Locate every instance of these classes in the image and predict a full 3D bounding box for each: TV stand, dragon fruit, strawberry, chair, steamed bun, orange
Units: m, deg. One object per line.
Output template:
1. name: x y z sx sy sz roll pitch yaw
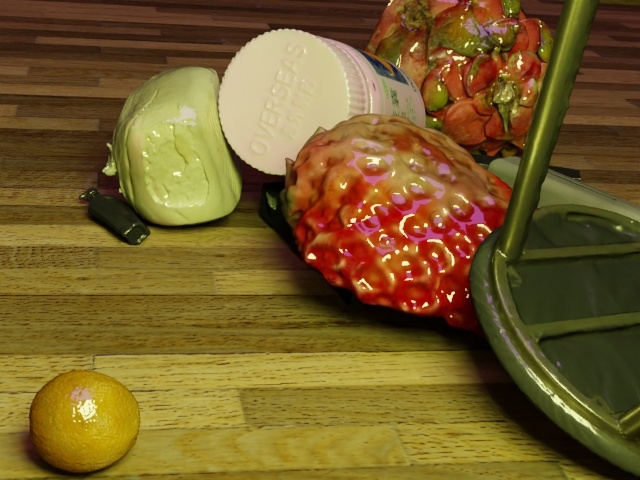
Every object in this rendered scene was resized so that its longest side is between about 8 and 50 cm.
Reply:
1. TV stand: 0.000 0.000 1.215 0.049 0.040 0.256 -5 28 -25
2. dragon fruit: 0.229 -0.228 1.579 0.263 0.314 0.296 38 12 27
3. strawberry: 0.127 -0.021 1.089 0.336 0.149 0.265 27 19 19
4. chair: 0.342 -0.043 0.824 0.364 0.410 0.362 -5 50 -34
5. steamed bun: -0.183 -0.115 1.307 0.152 0.170 0.239 -12 25 2
6. orange: -0.178 0.137 0.807 0.085 0.085 0.085 5 22 -2

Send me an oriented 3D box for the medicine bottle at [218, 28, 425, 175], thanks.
1. medicine bottle: 0.010 -0.160 1.338 0.178 0.178 0.290 15 6 21

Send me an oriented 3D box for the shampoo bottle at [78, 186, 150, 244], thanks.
1. shampoo bottle: -0.244 -0.032 1.255 0.048 0.027 0.137 -4 23 -34

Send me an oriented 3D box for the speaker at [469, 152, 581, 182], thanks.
1. speaker: 0.219 -0.064 1.375 0.218 0.082 0.044 10 22 7

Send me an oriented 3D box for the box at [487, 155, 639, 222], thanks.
1. box: 0.288 -0.017 1.241 0.055 0.103 0.243 -7 24 -37
